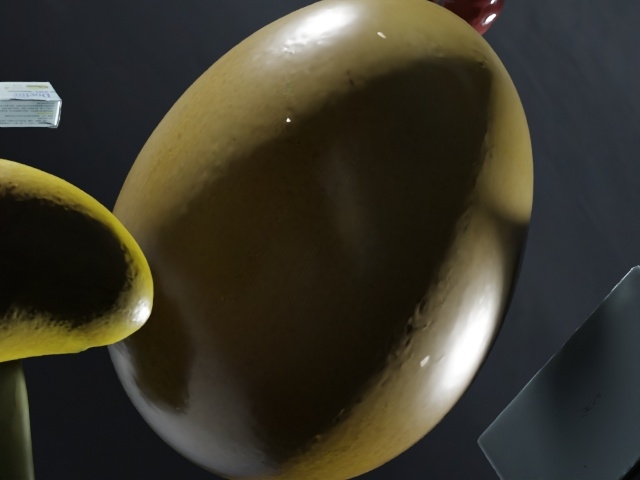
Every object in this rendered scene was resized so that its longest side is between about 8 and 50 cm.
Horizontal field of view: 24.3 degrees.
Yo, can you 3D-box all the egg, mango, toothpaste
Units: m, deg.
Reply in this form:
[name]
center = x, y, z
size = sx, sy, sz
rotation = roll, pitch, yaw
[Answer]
[egg]
center = 0.000, 0.000, 0.924
size = 0.250, 0.322, 0.250
rotation = 24, 16, -7
[mango]
center = -0.159, 0.012, 0.709
size = 0.161, 0.076, 0.103
rotation = 9, 83, -15
[toothpaste]
center = -0.345, -0.137, 1.497
size = 0.164, 0.034, 0.046
rotation = -3, 34, -30

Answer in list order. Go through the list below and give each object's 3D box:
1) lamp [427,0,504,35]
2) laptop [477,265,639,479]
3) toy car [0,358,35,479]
[lamp]
center = 0.105, -0.210, 1.212
size = 0.090, 0.101, 0.101
rotation = -19, 77, -37
[laptop]
center = 0.193, 0.117, 1.024
size = 0.016, 0.180, 0.129
rotation = 29, 18, -36
[toy car]
center = -0.244, 0.125, 0.864
size = 0.204, 0.198, 0.247
rotation = -8, 98, -35
